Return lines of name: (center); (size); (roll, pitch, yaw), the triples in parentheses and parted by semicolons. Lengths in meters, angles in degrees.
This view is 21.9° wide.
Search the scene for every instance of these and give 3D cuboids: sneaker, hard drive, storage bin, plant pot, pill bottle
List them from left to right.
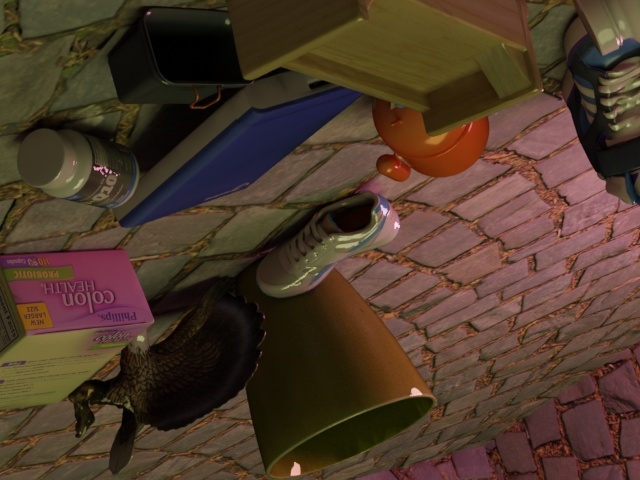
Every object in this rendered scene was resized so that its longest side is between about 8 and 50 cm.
pill bottle: (-0.269, -0.081, 1.835); (0.078, 0.078, 0.137); (-32, 160, 21)
storage bin: (-0.148, -0.177, 1.718); (0.135, 0.098, 0.091); (-6, 164, -44)
hard drive: (-0.085, -0.116, 1.917); (0.210, 0.040, 0.319); (-21, 171, -39)
plant pot: (-0.012, 0.167, 2.487); (0.275, 0.293, 0.275); (-22, 162, -8)
sneaker: (0.000, 0.000, 2.399); (0.229, 0.087, 0.092); (-32, 151, 5)
sneaker: (0.422, -0.168, 2.204); (0.130, 0.236, 0.323); (-23, 162, -6)
pill bottle: (0.416, -0.312, 1.990); (0.216, 0.121, 0.121); (-27, 161, 7)

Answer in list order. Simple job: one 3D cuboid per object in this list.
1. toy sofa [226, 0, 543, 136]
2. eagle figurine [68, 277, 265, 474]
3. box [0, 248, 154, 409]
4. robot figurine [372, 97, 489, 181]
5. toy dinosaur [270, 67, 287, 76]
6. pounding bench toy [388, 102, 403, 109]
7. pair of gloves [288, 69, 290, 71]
toy sofa: (0.065, -0.235, 1.682); (0.150, 0.177, 0.363); (-23, 161, 32)
eagle figurine: (-0.227, 0.180, 2.395); (0.298, 0.226, 0.225); (-17, 150, -14)
box: (-0.385, 0.123, 2.184); (0.214, 0.117, 0.243); (-3, 153, -47)
robot figurine: (0.139, -0.155, 2.071); (0.158, 0.128, 0.219); (-18, 164, 14)
toy dinosaur: (-0.034, -0.209, 1.841); (0.090, 0.047, 0.082); (-29, 177, -11)
pounding bench toy: (0.104, -0.201, 1.942); (0.083, 0.065, 0.052); (-33, 175, -1)
pair of gloves: (0.044, -0.231, 1.862); (0.159, 0.023, 0.198); (-25, 168, -39)
